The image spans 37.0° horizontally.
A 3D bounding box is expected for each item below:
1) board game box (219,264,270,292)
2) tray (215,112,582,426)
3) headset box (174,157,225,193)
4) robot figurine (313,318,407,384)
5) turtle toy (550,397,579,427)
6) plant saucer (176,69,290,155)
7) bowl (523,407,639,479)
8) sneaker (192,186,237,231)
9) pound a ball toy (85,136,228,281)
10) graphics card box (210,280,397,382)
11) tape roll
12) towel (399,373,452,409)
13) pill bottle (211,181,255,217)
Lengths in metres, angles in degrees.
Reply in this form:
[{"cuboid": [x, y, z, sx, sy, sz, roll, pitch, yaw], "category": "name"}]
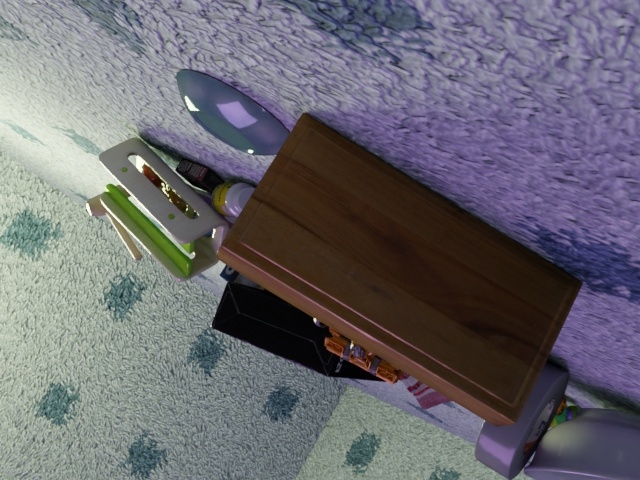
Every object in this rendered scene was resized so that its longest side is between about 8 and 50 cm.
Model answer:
[{"cuboid": [-0.075, 0.056, 1.857, 0.042, 0.165, 0.243, 22, 166, 39], "category": "board game box"}, {"cuboid": [0.100, 0.037, 1.186, 0.411, 0.202, 0.076, 31, 162, -4], "category": "tray"}, {"cuboid": [-0.225, -0.119, 1.814, 0.083, 0.032, 0.062, 21, 167, 37], "category": "headset box"}, {"cuboid": [0.113, 0.097, 1.333, 0.211, 0.291, 0.085, 27, 124, 19], "category": "robot figurine"}, {"cuboid": [0.482, 0.350, 1.959, 0.130, 0.066, 0.095, 34, -168, -31], "category": "turtle toy"}, {"cuboid": [-0.126, -0.165, 1.334, 0.195, 0.037, 0.195, 30, 169, 6], "category": "plant saucer"}, {"cuboid": [0.526, 0.385, 1.730, 0.298, 0.134, 0.298, 12, 162, 4], "category": "bowl"}, {"cuboid": [-0.188, -0.022, 2.033, 0.305, 0.114, 0.152, 40, 180, -22], "category": "sneaker"}, {"cuboid": [-0.321, -0.057, 1.880, 0.319, 0.136, 0.208, 43, 145, 24], "category": "pound a ball toy"}, {"cuboid": [-0.003, 0.168, 1.691, 0.233, 0.094, 0.371, 20, 177, 23], "category": "graphics card box"}, {"cuboid": [0.362, 0.316, 1.718, 0.072, 0.219, 0.219, 28, 169, 26], "category": "tape roll"}, {"cuboid": [0.264, 0.236, 1.757, 0.237, 0.037, 0.329, -15, 153, 13], "category": "towel"}, {"cuboid": [-0.149, -0.073, 1.733, 0.065, 0.065, 0.116, 36, 168, -25], "category": "pill bottle"}]
